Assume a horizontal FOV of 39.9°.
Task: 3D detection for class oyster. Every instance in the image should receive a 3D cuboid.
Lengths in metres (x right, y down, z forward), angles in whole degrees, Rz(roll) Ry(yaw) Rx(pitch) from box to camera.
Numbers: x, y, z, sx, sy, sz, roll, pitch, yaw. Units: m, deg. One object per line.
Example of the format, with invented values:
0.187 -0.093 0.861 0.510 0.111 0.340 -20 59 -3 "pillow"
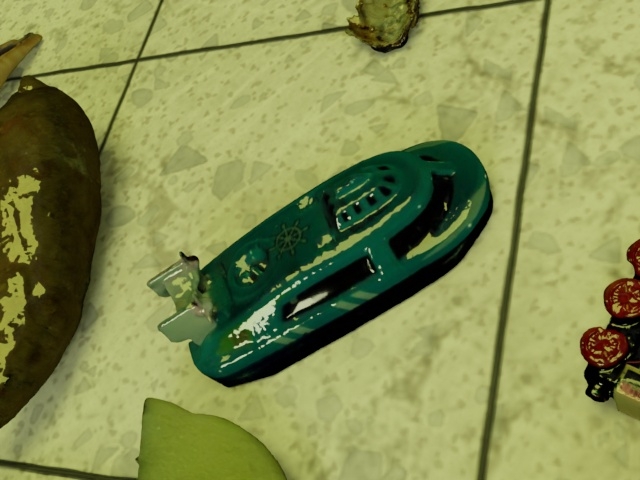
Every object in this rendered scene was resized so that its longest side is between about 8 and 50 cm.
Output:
0.077 -0.248 0.909 0.086 0.029 0.132 23 69 31 "oyster"

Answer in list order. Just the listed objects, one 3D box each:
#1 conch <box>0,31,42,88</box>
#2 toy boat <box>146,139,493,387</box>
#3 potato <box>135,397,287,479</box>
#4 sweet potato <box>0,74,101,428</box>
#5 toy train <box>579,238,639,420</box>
-0.460 -0.152 1.115 0.109 0.093 0.330 -8 34 46 "conch"
0.000 0.000 0.748 0.299 0.092 0.134 -33 46 7 "toy boat"
-0.083 0.200 0.689 0.120 0.081 0.149 -1 36 -6 "potato"
-0.292 0.008 0.884 0.131 0.130 0.422 -13 59 21 "sweet potato"
0.237 0.058 0.603 0.087 0.050 0.138 23 71 33 "toy train"
